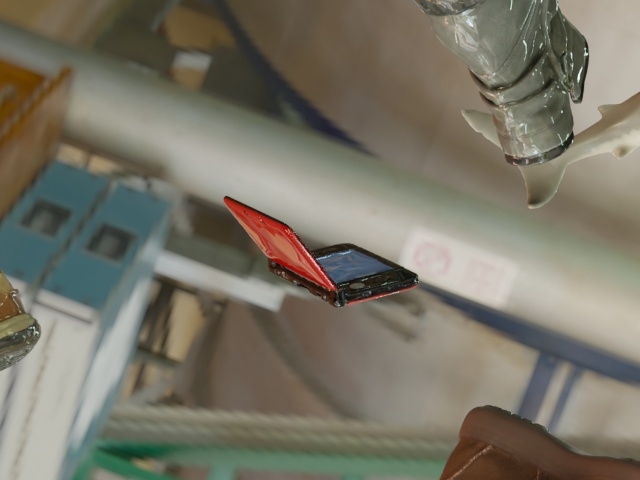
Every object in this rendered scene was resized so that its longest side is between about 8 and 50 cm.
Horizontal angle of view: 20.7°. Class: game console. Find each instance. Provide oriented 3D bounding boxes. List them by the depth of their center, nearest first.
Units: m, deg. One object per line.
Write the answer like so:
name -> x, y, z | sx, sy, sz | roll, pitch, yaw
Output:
game console -> 0.000, 0.000, 1.538 | 0.144, 0.124, 0.085 | 26, -54, 61

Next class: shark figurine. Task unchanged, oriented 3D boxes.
shark figurine -> 0.257, -0.122, 1.304 | 0.278, 0.116, 0.166 | -18, -175, 43

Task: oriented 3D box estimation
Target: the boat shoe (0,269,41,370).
boat shoe -> -0.412, 0.101, 1.553 | 0.324, 0.119, 0.122 | -21, 174, -33

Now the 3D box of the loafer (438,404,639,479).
loafer -> 0.186, 0.218, 1.164 | 0.130, 0.134, 0.366 | -56, -159, -8

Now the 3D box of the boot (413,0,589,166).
boot -> 0.120, -0.173, 1.071 | 0.161, 0.083, 0.246 | 56, 40, -39
